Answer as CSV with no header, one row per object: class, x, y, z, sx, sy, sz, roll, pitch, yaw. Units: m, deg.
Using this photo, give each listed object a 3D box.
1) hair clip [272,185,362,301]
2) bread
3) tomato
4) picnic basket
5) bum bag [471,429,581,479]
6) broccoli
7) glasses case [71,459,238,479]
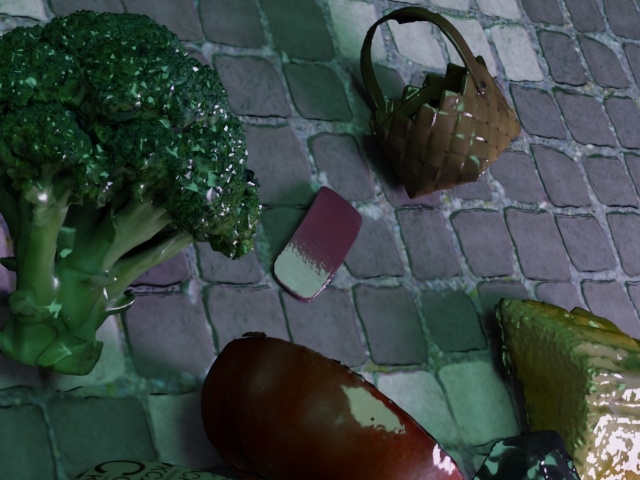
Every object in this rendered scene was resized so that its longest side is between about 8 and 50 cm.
hair clip,0.001,-0.001,1.266,0.054,0.022,0.137,41,45,-9
bread,0.274,0.152,1.322,0.174,0.133,0.252,14,57,-32
tomato,-0.004,0.166,1.049,0.225,0.225,0.085,38,67,-16
picnic basket,0.107,-0.146,1.366,0.138,0.128,0.179,-44,113,-49
bum bag,0.220,0.319,1.199,0.137,0.074,0.310,-26,80,-14
broccoli,-0.161,-0.035,1.015,0.270,0.270,0.270,18,87,-32
glasses case,-0.024,0.241,0.935,0.354,0.085,0.137,15,26,12
